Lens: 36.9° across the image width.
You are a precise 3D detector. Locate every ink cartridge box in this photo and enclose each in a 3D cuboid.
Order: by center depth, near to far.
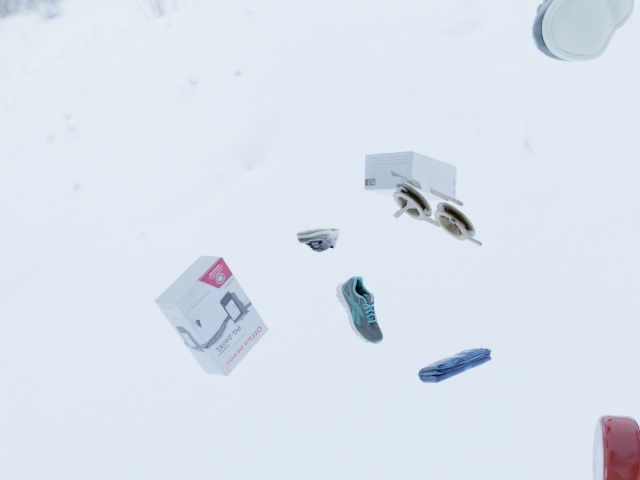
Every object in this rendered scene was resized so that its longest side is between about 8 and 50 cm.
[{"bbox_3d":[-0.161,0.114,1.448,0.063,0.150,0.109,0,39,48],"label":"ink cartridge box"}]

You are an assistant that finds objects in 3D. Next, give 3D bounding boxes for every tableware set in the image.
[{"bbox_3d":[0.198,-0.047,1.741,0.039,0.128,0.194,-46,44,-14],"label":"tableware set"}]

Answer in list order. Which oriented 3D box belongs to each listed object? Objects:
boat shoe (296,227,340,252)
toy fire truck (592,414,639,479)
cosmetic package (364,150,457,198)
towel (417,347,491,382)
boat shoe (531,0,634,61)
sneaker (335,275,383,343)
[{"bbox_3d":[0.000,0.000,1.959,0.056,0.049,0.152,-2,2,29],"label":"boat shoe"},{"bbox_3d":[0.364,0.320,0.981,0.169,0.254,0.302,1,62,9],"label":"toy fire truck"},{"bbox_3d":[0.199,-0.137,2.087,0.117,0.085,0.231,-1,-6,30],"label":"cosmetic package"},{"bbox_3d":[0.226,0.209,1.621,0.119,0.029,0.067,-18,-1,-27],"label":"towel"},{"bbox_3d":[0.393,-0.345,1.497,0.099,0.116,0.319,-7,21,40],"label":"boat shoe"},{"bbox_3d":[0.096,0.152,2.138,0.065,0.166,0.076,-14,-25,-42],"label":"sneaker"}]
